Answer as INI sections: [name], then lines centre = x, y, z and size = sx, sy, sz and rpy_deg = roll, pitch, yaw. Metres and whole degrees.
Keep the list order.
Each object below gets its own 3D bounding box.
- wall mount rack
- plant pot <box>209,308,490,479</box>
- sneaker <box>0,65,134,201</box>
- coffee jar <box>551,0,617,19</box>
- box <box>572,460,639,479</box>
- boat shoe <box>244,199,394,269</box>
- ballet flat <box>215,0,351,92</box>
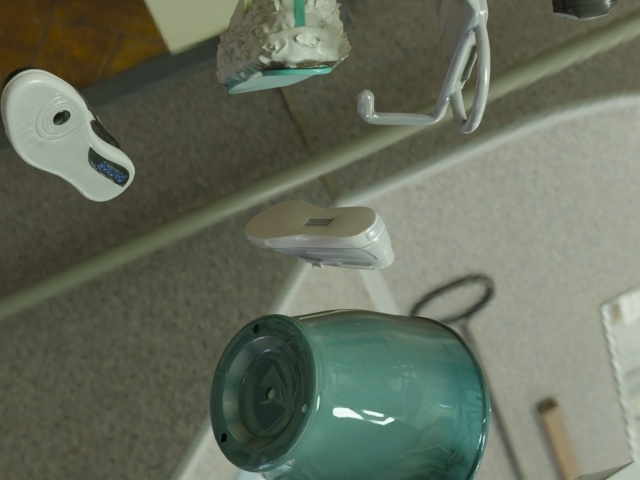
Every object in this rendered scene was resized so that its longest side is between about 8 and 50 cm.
[wall mount rack]
centre = 0.095, -0.288, 1.352
size = 0.130, 0.350, 0.304
rpy_deg = 1, 145, -8
[plant pot]
centre = 0.017, 0.202, 1.621
size = 0.255, 0.271, 0.271
rpy_deg = 18, 127, -43
[sneaker]
centre = -0.270, -0.125, 1.326
size = 0.079, 0.121, 0.217
rpy_deg = -39, 151, -3
[coffee jar]
centre = 0.325, -0.370, 1.716
size = 0.079, 0.096, 0.184
rpy_deg = -9, 99, -2
[box]
centre = 0.258, 0.315, 1.417
size = 0.170, 0.091, 0.130
rpy_deg = -26, 172, -21
[boat shoe]
centre = 0.000, 0.000, 1.379
size = 0.184, 0.066, 0.063
rpy_deg = -2, 129, 40
[ballet flat]
centre = -0.045, -0.251, 1.613
size = 0.147, 0.409, 0.147
rpy_deg = -1, 93, -12
